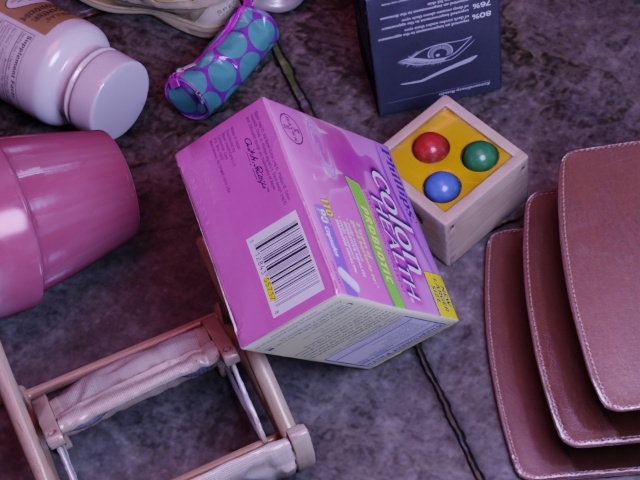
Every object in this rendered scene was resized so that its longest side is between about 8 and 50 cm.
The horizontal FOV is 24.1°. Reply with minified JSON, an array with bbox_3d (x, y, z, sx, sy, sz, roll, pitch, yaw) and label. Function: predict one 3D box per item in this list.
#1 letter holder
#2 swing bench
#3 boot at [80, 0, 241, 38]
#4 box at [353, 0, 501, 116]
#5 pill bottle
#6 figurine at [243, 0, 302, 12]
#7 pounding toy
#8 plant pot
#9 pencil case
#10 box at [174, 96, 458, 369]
[{"bbox_3d":[0.271,0.069,1.498,0.214,0.152,0.302,-6,56,5],"label":"letter holder"},{"bbox_3d":[-0.166,0.175,1.478,0.253,0.165,0.254,-23,62,-9],"label":"swing bench"},{"bbox_3d":[-0.223,-0.360,1.813,0.262,0.203,0.095,22,61,19],"label":"boot"},{"bbox_3d":[0.119,-0.256,1.699,0.153,0.207,0.108,-13,55,-3],"label":"box"},{"bbox_3d":[-0.321,-0.210,1.770,0.229,0.131,0.131,29,64,23],"label":"pill bottle"},{"bbox_3d":[-0.006,-0.392,1.890,0.215,0.092,0.209,-11,47,0],"label":"figurine"},{"bbox_3d":[0.091,-0.061,1.640,0.206,0.094,0.181,-39,60,-19],"label":"pounding toy"},{"bbox_3d":[-0.304,-0.035,1.628,0.180,0.201,0.201,-20,55,-25],"label":"plant pot"},{"bbox_3d":[-0.116,-0.214,1.784,0.064,0.070,0.151,12,53,44],"label":"pencil case"},{"bbox_3d":[0.000,0.000,1.485,0.117,0.243,0.213,-30,66,24],"label":"box"}]
